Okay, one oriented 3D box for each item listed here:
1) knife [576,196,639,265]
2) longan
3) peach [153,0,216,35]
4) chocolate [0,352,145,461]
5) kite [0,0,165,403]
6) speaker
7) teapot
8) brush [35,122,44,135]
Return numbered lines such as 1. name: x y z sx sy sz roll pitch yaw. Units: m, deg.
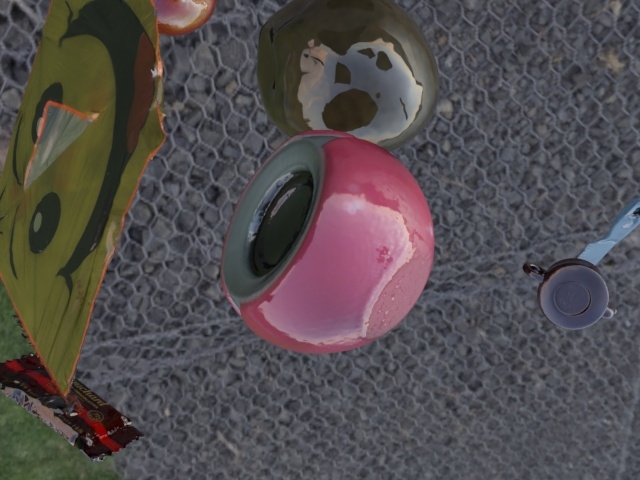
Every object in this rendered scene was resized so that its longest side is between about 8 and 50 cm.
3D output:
1. knife: 0.406 0.006 1.056 0.045 0.019 0.313 -4 158 1
2. longan: 0.035 -0.270 1.185 0.288 0.350 0.288 -11 113 -26
3. peach: -0.370 -0.598 1.796 0.243 0.243 0.199 -26 120 8
4. chocolate: -0.281 0.179 0.814 0.086 0.182 0.028 -12 126 -59
5. kite: -0.205 -0.058 0.567 0.013 0.377 0.327 11 154 -41
6. speaker: 0.000 0.000 0.970 0.294 0.294 0.294 -6 127 -8
7. teapot: 0.246 0.049 0.727 0.100 0.045 0.067 31 112 11
8. brush: -0.255 -0.086 0.653 0.013 0.016 0.084 46 141 -8
